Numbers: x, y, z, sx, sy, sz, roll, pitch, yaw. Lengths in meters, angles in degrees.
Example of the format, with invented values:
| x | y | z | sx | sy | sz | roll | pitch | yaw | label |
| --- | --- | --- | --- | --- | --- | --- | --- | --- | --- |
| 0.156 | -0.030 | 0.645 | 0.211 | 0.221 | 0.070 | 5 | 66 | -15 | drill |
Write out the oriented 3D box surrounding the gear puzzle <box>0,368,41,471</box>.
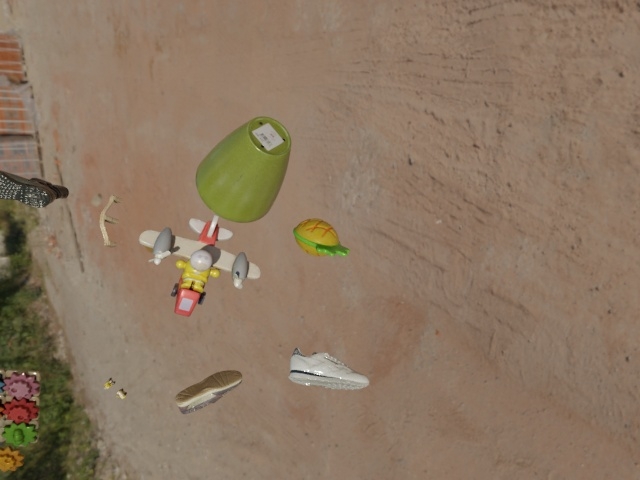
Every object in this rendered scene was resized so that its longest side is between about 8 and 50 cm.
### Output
| x | y | z | sx | sy | sz | roll | pitch | yaw | label |
| --- | --- | --- | --- | --- | --- | --- | --- | --- | --- |
| -0.838 | 0.484 | 1.152 | 0.044 | 0.176 | 0.338 | -117 | 38 | -66 | gear puzzle |

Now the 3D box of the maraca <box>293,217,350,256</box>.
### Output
| x | y | z | sx | sy | sz | roll | pitch | yaw | label |
| --- | --- | --- | --- | --- | --- | --- | --- | --- | --- |
| 0.000 | 0.000 | 1.191 | 0.186 | 0.127 | 0.099 | 38 | 122 | 47 | maraca |

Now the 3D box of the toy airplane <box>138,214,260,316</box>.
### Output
| x | y | z | sx | sy | sz | roll | pitch | yaw | label |
| --- | --- | --- | --- | --- | --- | --- | --- | --- | --- |
| -0.483 | 0.069 | 1.800 | 0.384 | 0.386 | 0.272 | 64 | 159 | -1 | toy airplane |

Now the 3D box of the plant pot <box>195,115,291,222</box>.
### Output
| x | y | z | sx | sy | sz | roll | pitch | yaw | label |
| --- | --- | --- | --- | --- | --- | --- | --- | --- | --- |
| -0.212 | -0.238 | 1.360 | 0.293 | 0.275 | 0.274 | -38 | 68 | 52 | plant pot |

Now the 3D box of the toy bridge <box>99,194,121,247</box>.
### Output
| x | y | z | sx | sy | sz | roll | pitch | yaw | label |
| --- | --- | --- | --- | --- | --- | --- | --- | --- | --- |
| -0.740 | -0.073 | 1.541 | 0.026 | 0.063 | 0.188 | -8 | 73 | 24 | toy bridge |

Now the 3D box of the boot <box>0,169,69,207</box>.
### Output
| x | y | z | sx | sy | sz | roll | pitch | yaw | label |
| --- | --- | --- | --- | --- | --- | --- | --- | --- | --- |
| -0.964 | -0.175 | 1.413 | 0.083 | 0.247 | 0.161 | -65 | 16 | 9 | boot |

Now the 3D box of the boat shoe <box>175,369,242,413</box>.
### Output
| x | y | z | sx | sy | sz | roll | pitch | yaw | label |
| --- | --- | --- | --- | --- | --- | --- | --- | --- | --- |
| -0.468 | 0.646 | 1.871 | 0.103 | 0.285 | 0.092 | 34 | 135 | 50 | boat shoe |

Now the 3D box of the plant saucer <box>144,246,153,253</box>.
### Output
| x | y | z | sx | sy | sz | roll | pitch | yaw | label |
| --- | --- | --- | --- | --- | --- | --- | --- | --- | --- |
| -0.709 | 0.022 | 1.832 | 0.083 | 0.015 | 0.083 | 12 | 116 | 25 | plant saucer |

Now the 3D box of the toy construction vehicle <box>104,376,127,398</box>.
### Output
| x | y | z | sx | sy | sz | roll | pitch | yaw | label |
| --- | --- | --- | --- | --- | --- | --- | --- | --- | --- |
| -0.715 | 0.522 | 1.530 | 0.086 | 0.035 | 0.098 | 52 | 157 | -10 | toy construction vehicle |

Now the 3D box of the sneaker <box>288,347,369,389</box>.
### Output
| x | y | z | sx | sy | sz | roll | pitch | yaw | label |
| --- | --- | --- | --- | --- | --- | --- | --- | --- | --- |
| 0.028 | 0.370 | 1.259 | 0.090 | 0.235 | 0.094 | 111 | 170 | -55 | sneaker |
